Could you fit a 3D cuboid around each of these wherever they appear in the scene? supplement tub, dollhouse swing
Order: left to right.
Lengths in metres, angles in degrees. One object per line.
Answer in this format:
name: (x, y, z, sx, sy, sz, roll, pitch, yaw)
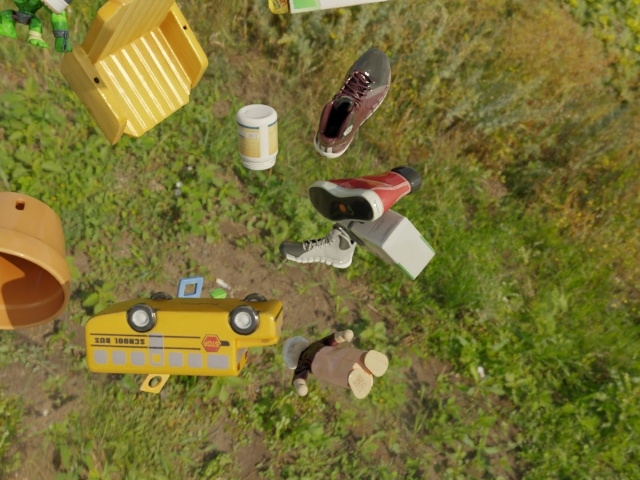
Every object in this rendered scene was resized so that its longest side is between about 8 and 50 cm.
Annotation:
dollhouse swing: (-0.422, -0.474, 1.440, 0.347, 0.305, 0.315, -49, 122, -36)
supplement tub: (-0.225, -0.369, 2.002, 0.144, 0.199, 0.144, 1, 37, -1)

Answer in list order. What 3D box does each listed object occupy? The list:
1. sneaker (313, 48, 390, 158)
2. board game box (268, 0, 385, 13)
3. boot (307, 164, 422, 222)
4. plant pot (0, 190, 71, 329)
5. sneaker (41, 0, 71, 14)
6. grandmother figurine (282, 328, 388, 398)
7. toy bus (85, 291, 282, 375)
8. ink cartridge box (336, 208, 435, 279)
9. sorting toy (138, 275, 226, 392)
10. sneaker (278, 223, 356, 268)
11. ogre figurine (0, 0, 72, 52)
sneaker: (0.079, -0.320, 1.249, 0.106, 0.162, 0.281, 27, 88, 3)
board game box: (0.059, -0.352, 0.673, 0.259, 0.124, 0.039, -9, 24, -3)
boot: (0.097, -0.114, 1.222, 0.176, 0.088, 0.244, -33, 27, -29)
plant pot: (-0.687, 0.033, 1.219, 0.291, 0.291, 0.203, 9, 46, -20)
sneaker: (-0.522, -0.562, 0.981, 0.282, 0.153, 0.099, 47, 2, -31)
grandmother figurine: (0.007, 0.313, 1.427, 0.208, 0.342, 0.104, -36, 110, -28)
toy bus: (-0.237, 0.166, 0.998, 0.333, 0.130, 0.108, 1, 7, 4)
ink cartridge box: (0.137, -0.017, 1.284, 0.153, 0.087, 0.208, 42, -4, -40)
sorting toy: (-0.353, 0.257, 1.448, 0.196, 0.347, 0.047, 13, 16, -47)
sneaker: (0.000, 0.000, 1.629, 0.229, 0.132, 0.086, 9, 35, -21)
ogre figurine: (-0.601, -0.462, 1.129, 0.197, 0.118, 0.097, 18, 11, 8)
